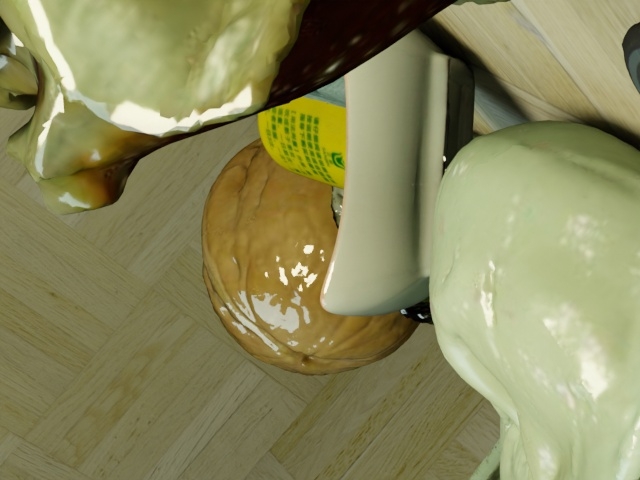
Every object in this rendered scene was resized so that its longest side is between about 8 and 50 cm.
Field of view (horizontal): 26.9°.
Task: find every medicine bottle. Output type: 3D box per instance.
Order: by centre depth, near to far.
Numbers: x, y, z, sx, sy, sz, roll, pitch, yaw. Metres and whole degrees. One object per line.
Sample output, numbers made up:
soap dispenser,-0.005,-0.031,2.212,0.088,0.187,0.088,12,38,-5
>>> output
medicine bottle,0.053,-0.086,1.246,0.309,0.076,0.111,21,140,48

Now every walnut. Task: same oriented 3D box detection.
walnut,0.000,0.000,1.632,0.333,0.333,0.333,41,179,1

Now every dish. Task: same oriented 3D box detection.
dish,0.062,-0.051,0.947,0.077,0.212,0.151,3,179,19

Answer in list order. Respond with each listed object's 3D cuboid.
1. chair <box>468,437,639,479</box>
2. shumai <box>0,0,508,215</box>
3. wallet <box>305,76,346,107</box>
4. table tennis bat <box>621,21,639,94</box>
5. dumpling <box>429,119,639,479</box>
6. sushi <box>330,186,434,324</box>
chair,0.192,0.125,1.034,0.147,0.270,0.136,40,-179,-44
shumai,-0.038,-0.158,0.476,0.288,0.292,0.330,4,-169,-5
wallet,-0.063,-0.190,1.048,0.237,0.075,0.342,20,169,30
table tennis bat,0.227,-0.017,0.597,0.236,0.027,0.150,43,179,5
dumpling,0.175,0.051,0.823,0.320,0.211,0.270,21,-125,-69
sushi,0.089,-0.024,1.365,0.127,0.124,0.225,34,-149,-59
